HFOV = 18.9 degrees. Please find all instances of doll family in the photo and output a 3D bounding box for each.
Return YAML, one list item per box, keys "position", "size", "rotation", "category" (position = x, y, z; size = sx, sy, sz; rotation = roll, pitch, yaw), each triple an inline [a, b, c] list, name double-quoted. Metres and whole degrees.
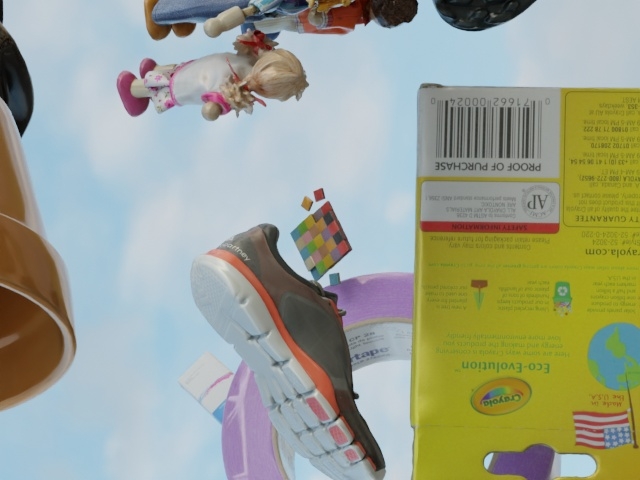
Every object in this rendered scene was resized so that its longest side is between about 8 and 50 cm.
- position: [-0.029, -0.175, 1.343]
  size: [0.263, 0.163, 0.118]
  rotation: [-40, -60, -52]
  category: "doll family"

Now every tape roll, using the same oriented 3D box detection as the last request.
- position: [0.060, 0.167, 1.591]
  size: [0.090, 0.275, 0.274]
  rotation: [69, -142, -64]
  category: "tape roll"

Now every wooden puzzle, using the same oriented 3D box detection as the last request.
- position: [0.000, 0.000, 1.603]
  size: [0.006, 0.049, 0.083]
  rotation: [1, -124, -47]
  category: "wooden puzzle"

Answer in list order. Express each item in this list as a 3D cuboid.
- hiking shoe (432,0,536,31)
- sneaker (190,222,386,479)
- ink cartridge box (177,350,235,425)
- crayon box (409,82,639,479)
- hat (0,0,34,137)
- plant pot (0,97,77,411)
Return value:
- position: [0.165, -0.306, 1.483]
  size: [0.132, 0.113, 0.304]
  rotation: [-94, 24, -80]
  category: "hiking shoe"
- position: [-0.002, 0.058, 1.006]
  size: [0.065, 0.061, 0.158]
  rotation: [-42, -72, -32]
  category: "sneaker"
- position: [-0.089, 0.182, 2.076]
  size: [0.052, 0.122, 0.088]
  rotation: [-47, -56, -7]
  category: "ink cartridge box"
- position: [0.172, 0.042, 1.483]
  size: [0.081, 0.202, 0.318]
  rotation: [48, -135, -78]
  category: "crayon box"
- position: [-0.331, -0.127, 1.667]
  size: [0.331, 0.134, 0.331]
  rotation: [-49, -25, -32]
  category: "hat"
- position: [-0.331, -0.005, 1.460]
  size: [0.291, 0.291, 0.203]
  rotation: [50, -148, -57]
  category: "plant pot"
